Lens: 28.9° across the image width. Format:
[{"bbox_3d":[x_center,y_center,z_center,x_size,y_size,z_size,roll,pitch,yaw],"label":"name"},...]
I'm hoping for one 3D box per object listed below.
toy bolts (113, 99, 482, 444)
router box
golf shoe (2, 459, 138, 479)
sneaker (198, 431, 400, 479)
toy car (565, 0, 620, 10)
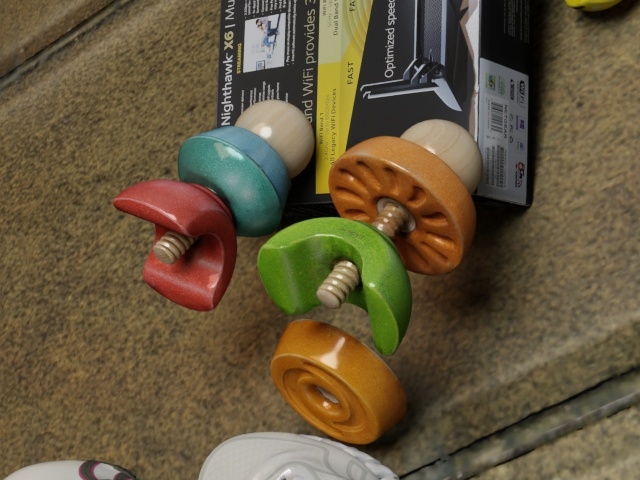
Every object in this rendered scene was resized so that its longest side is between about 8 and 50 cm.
[{"bbox_3d":[0.000,0.000,0.852,0.229,0.218,0.158,24,55,25],"label":"toy bolts"},{"bbox_3d":[0.037,-0.173,0.940,0.243,0.081,0.308,-1,84,38],"label":"router box"},{"bbox_3d":[-0.174,0.210,0.907,0.273,0.120,0.105,9,71,43],"label":"golf shoe"},{"bbox_3d":[0.010,0.187,0.777,0.292,0.118,0.110,22,80,46],"label":"sneaker"},{"bbox_3d":[0.261,-0.295,0.904,0.239,0.053,0.225,-54,18,40],"label":"toy car"}]
